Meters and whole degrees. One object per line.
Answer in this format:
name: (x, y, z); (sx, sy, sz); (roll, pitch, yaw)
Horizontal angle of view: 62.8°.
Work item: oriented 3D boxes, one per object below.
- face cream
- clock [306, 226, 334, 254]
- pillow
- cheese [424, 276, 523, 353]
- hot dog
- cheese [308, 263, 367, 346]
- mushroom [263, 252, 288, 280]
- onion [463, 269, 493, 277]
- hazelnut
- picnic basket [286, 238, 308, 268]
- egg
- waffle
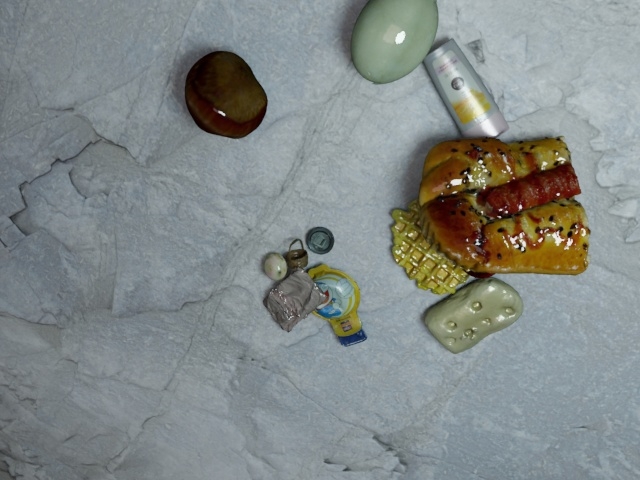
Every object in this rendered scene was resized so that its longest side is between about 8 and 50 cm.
face cream: (0.362, -0.365, 1.313); (0.107, 0.073, 0.269); (-29, 102, 27)
clock: (0.000, 0.000, 1.542); (0.085, 0.017, 0.085); (4, 109, 11)
pillow: (-0.086, 0.181, 1.562); (0.135, 0.049, 0.248); (52, 131, 8)
cheese: (0.434, 0.210, 1.476); (0.263, 0.093, 0.159); (-38, 103, 22)
hot dog: (0.415, -0.091, 1.235); (0.366, 0.367, 0.196); (-2, 151, 4)
cheese: (0.050, 0.195, 1.569); (0.177, 0.069, 0.270); (-23, 103, 19)
mushroom: (-0.132, 0.079, 1.571); (0.084, 0.068, 0.083); (5, 97, 45)
onion: (0.407, 0.031, 1.345); (0.131, 0.131, 0.131); (4, 109, 11)
hazelnut: (-0.260, -0.377, 1.383); (0.230, 0.229, 0.229); (4, 109, 11)
picnic basket: (-0.071, 0.037, 1.541); (0.072, 0.072, 0.083); (-2, 119, 13)
egg: (0.176, -0.493, 1.246); (0.187, 0.186, 0.253); (31, 112, 1)
waffle: (0.351, -0.001, 1.446); (0.312, 0.060, 0.307); (-18, 104, 19)
